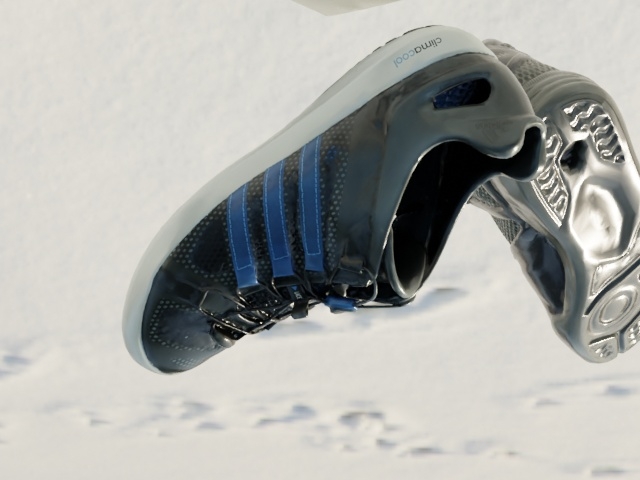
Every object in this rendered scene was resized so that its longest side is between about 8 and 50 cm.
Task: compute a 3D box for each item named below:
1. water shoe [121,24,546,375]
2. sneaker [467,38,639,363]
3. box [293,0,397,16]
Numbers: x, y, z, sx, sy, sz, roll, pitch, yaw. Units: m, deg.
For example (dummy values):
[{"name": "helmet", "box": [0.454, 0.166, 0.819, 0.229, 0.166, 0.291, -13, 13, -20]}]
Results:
[{"name": "water shoe", "box": [0.000, 0.000, 0.487, 0.203, 0.080, 0.073, -44, 147, 14]}, {"name": "sneaker", "box": [0.123, -0.026, 0.665, 0.087, 0.130, 0.227, -40, 134, -2]}, {"name": "box", "box": [-0.055, -0.223, 0.657, 0.094, 0.113, 0.275, -4, 165, 45]}]
